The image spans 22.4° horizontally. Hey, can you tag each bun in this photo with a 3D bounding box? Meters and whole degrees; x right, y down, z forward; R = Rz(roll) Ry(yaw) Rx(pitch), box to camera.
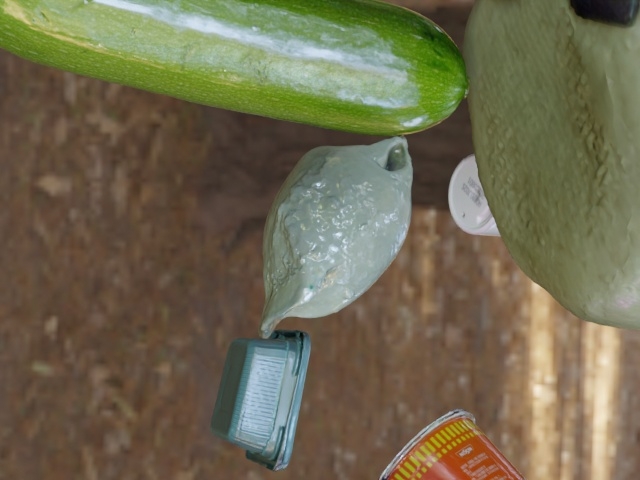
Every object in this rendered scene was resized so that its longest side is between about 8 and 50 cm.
[{"bbox_3d":[0.218,-0.085,1.023,0.283,0.179,0.283,170,-90,-69],"label":"bun"}]

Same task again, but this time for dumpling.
[{"bbox_3d":[-0.004,-0.012,1.312,0.108,0.153,0.219,57,47,-22],"label":"dumpling"}]

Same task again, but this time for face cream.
[{"bbox_3d":[0.315,-0.048,1.972,0.346,0.102,0.102,1,90,-37],"label":"face cream"}]

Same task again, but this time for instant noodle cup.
[{"bbox_3d":[-0.071,0.172,1.813,0.179,0.070,0.157,167,-65,-77],"label":"instant noodle cup"},{"bbox_3d":[0.180,0.324,1.789,0.193,0.212,0.193,-37,151,-24],"label":"instant noodle cup"}]

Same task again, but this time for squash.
[{"bbox_3d":[-0.087,-0.138,1.037,0.101,0.379,0.101,-169,-90,-79],"label":"squash"}]
